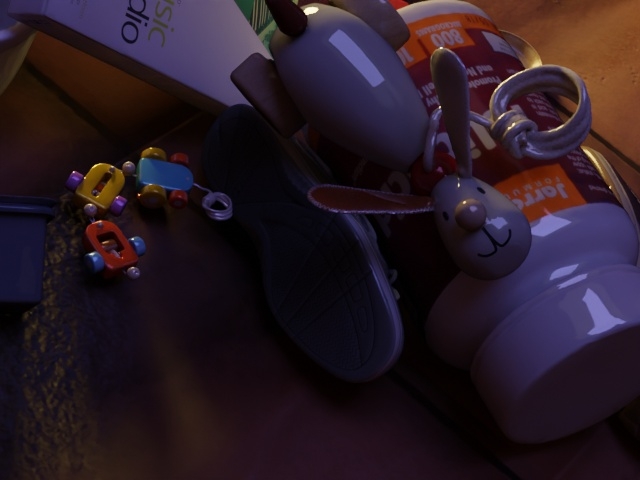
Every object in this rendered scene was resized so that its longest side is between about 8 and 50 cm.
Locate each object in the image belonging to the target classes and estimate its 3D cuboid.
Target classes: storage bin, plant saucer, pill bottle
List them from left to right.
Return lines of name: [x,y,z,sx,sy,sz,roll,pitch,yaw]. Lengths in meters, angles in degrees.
storage bin: [-0.298,0.015,1.541,0.135,0.098,0.091,4,76,-26]
pill bottle: [0.159,-0.019,1.708,0.224,0.224,0.392,-9,54,-34]
plant saucer: [0.213,-0.207,2.071,0.083,0.015,0.083,15,44,-15]

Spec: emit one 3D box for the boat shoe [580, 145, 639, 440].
boat shoe: [0.323,0.057,1.816,0.123,0.123,0.342,12,43,-38]

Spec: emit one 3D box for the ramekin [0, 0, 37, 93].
ramekin: [-0.389,-0.234,1.686,0.277,0.135,0.277,15,45,-16]

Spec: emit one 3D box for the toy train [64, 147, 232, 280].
toy train: [-0.169,-0.019,1.669,0.166,0.046,0.125,-26,67,-39]

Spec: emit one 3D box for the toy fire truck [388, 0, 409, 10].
toy fire truck: [0.120,-0.181,1.973,0.192,0.047,0.135,28,41,-2]

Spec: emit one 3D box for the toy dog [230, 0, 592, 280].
toy dog: [0.051,-0.118,1.568,0.334,0.161,0.220,25,82,29]

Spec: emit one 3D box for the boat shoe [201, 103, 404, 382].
boat shoe: [-0.002,0.001,1.689,0.103,0.118,0.320,14,32,-48]

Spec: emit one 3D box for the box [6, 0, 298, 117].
box: [-0.138,-0.265,1.714,0.058,0.232,0.322,8,-9,37]
